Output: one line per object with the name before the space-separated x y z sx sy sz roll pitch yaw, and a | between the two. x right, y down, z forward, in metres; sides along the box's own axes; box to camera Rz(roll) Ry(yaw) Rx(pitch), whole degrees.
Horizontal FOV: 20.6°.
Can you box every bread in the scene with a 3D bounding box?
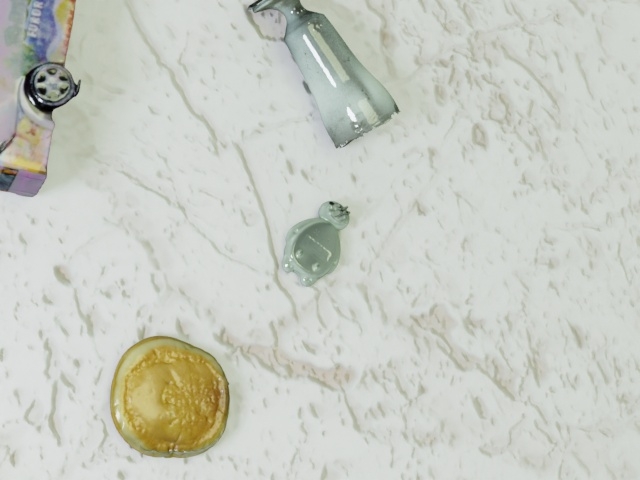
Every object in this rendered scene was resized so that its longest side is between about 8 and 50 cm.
bread | -0.127 0.133 1.487 0.110 0.024 0.110 6 76 -26

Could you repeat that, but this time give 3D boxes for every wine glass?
wine glass | 0.004 -0.164 1.589 0.072 0.072 0.155 -36 96 -28

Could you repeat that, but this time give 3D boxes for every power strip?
power strip | 0.000 0.000 1.572 0.055 0.035 0.083 38 68 -14

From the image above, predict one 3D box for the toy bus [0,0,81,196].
toy bus | -0.253 -0.180 1.456 0.112 0.090 0.274 11 73 -15
